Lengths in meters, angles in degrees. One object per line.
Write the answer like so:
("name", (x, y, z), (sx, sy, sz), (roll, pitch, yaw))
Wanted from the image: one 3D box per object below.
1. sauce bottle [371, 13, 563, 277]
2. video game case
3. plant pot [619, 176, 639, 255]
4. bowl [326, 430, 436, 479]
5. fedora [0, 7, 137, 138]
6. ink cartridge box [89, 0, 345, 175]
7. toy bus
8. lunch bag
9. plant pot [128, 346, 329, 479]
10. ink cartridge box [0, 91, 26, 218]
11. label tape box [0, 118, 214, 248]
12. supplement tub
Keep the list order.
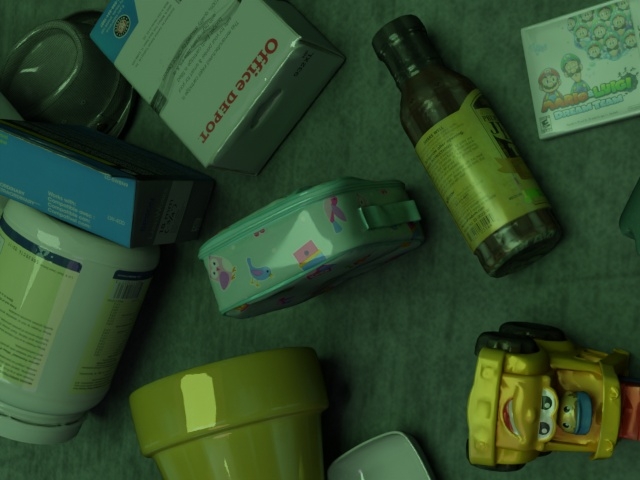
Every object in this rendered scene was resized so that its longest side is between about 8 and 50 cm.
("sauce bottle", (0.169, -0.125, 1.285), (0.111, 0.111, 0.344), (-36, 72, 25))
("video game case", (0.325, -0.207, 1.248), (0.157, 0.019, 0.143), (-13, 80, 31))
("plant pot", (0.475, -0.093, 0.988), (0.341, 0.341, 0.334), (38, 114, 27))
("bowl", (0.092, 0.324, 1.344), (0.142, 0.053, 0.142), (-33, 71, 27))
("fedora", (-0.416, -0.245, 1.643), (0.275, 0.124, 0.244), (-32, 71, 26))
("ink cartridge box", (-0.151, -0.274, 1.479), (0.307, 0.129, 0.223), (48, 111, 24))
("toy bus", (0.278, 0.182, 1.148), (0.211, 0.220, 0.150), (8, 95, 25))
("lunch bag", (0.000, 0.000, 1.291), (0.224, 0.279, 0.108), (-29, 82, 24))
("plant pot", (-0.099, 0.284, 1.343), (0.254, 0.254, 0.239), (-22, 75, 29))
("ink cartridge box", (-0.536, -0.145, 1.599), (0.226, 0.306, 0.131), (23, 69, 32))
("label tape box", (-0.321, -0.080, 1.423), (0.240, 0.333, 0.106), (22, 99, 14))
("supplement tub", (-0.396, 0.110, 1.548), (0.235, 0.235, 0.325), (30, 103, 29))
